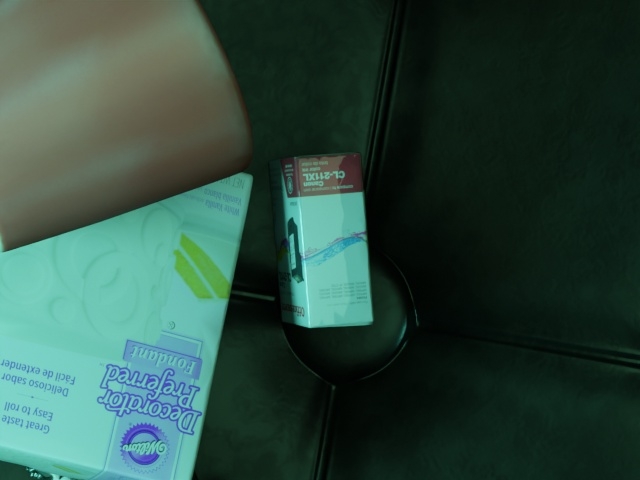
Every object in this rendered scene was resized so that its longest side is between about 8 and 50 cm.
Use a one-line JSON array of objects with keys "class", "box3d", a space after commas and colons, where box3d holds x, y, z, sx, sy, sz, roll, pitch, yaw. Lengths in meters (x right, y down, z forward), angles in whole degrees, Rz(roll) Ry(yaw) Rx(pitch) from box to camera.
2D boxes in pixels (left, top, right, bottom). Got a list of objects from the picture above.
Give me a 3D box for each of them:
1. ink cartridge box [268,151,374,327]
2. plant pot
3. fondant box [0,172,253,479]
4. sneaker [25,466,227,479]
[{"class": "ink cartridge box", "box3d": [0.000, 0.000, 1.824, 0.072, 0.127, 0.175, -5, 91, -14]}, {"class": "plant pot", "box3d": [-0.231, -0.129, 1.609, 0.243, 0.275, 0.275, -30, 98, -16]}, {"class": "fondant box", "box3d": [-0.217, 0.066, 1.744, 0.238, 0.096, 0.330, 16, 73, -15]}, {"class": "sneaker", "box3d": [-0.189, 0.240, 1.803, 0.234, 0.078, 0.106, 29, 77, -15]}]
